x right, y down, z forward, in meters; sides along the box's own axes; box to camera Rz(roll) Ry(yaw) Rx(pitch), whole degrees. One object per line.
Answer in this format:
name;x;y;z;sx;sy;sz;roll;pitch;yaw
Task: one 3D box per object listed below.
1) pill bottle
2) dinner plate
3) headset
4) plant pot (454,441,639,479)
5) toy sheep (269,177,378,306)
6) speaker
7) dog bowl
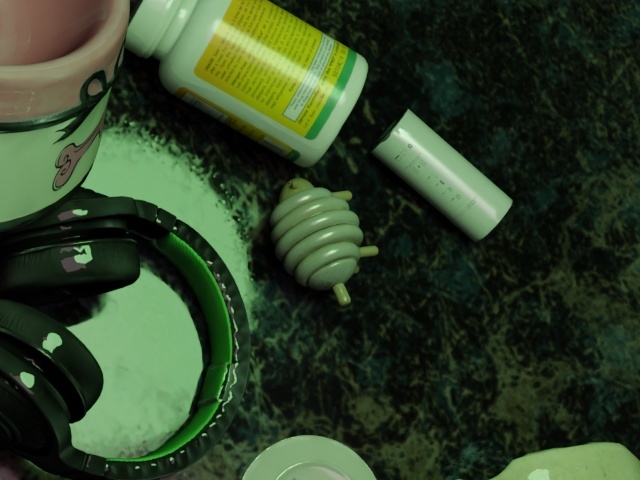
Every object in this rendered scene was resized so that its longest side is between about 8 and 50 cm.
pill bottle;-0.072;-0.164;1.729;0.208;0.117;0.117;29;70;-10
dinner plate;-0.007;0.243;1.710;0.141;0.017;0.141;5;74;-17
headset;-0.250;0.063;1.628;0.394;0.185;0.243;27;66;-27
plant pot;0.207;0.349;1.620;0.334;0.334;0.305;-8;68;-20
toy sheep;0.000;0.000;1.733;0.091;0.091;0.132;-19;65;-22
speaker;0.115;-0.060;1.802;0.136;0.055;0.055;40;68;-6
dog bowl;-0.334;-0.202;1.530;0.408;0.150;0.408;21;40;-19
